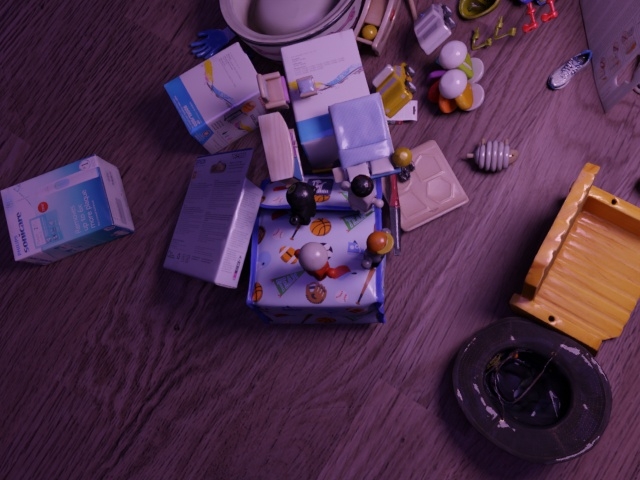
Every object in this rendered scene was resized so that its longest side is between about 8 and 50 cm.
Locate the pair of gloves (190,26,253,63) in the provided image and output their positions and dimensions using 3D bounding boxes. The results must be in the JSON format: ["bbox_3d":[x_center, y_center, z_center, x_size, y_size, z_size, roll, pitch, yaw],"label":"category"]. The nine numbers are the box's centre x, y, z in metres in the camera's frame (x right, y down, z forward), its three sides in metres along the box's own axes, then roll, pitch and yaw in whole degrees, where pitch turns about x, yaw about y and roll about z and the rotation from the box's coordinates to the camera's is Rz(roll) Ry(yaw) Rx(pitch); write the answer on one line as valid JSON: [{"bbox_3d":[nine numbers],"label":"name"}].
[{"bbox_3d":[-0.295,-0.562,1.420,0.159,0.023,0.198,-27,78,2],"label":"pair of gloves"}]

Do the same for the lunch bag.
[{"bbox_3d":[0.000,0.000,1.189,0.328,0.239,0.385,0,65,7],"label":"lunch bag"}]

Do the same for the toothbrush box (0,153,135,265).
[{"bbox_3d":[-0.711,-0.081,1.335,0.296,0.126,0.216,-19,79,5],"label":"toothbrush box"}]

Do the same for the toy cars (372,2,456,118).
[{"bbox_3d":[0.238,-0.498,1.251,0.087,0.176,0.393,35,80,-22],"label":"toy cars"}]

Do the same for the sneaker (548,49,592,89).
[{"bbox_3d":[0.672,-0.464,1.269,0.135,0.058,0.052,-42,78,-1],"label":"sneaker"}]

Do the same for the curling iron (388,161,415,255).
[{"bbox_3d":[0.207,-0.096,1.235,0.068,0.035,0.273,4,77,11],"label":"curling iron"}]

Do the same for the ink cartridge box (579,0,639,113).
[{"bbox_3d":[0.759,-0.553,1.147,0.091,0.308,0.384,-8,80,7],"label":"ink cartridge box"}]

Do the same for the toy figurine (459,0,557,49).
[{"bbox_3d":[0.595,-0.660,1.281,0.363,0.217,0.191,-13,94,48],"label":"toy figurine"}]

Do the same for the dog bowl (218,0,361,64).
[{"bbox_3d":[-0.067,-0.675,1.320,0.408,0.150,0.407,-4,73,14],"label":"dog bowl"}]

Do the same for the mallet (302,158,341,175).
[{"bbox_3d":[-0.015,-0.193,1.302,0.190,0.062,0.039,-4,79,6],"label":"mallet"}]

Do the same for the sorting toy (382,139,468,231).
[{"bbox_3d":[0.266,-0.148,1.278,0.193,0.038,0.208,-26,74,2],"label":"sorting toy"}]

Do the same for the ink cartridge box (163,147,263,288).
[{"bbox_3d":[-0.271,-0.061,1.211,0.324,0.072,0.329,7,79,52],"label":"ink cartridge box"}]

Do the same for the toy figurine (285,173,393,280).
[{"bbox_3d":[0.039,-0.031,0.997,0.210,0.148,0.212,-10,71,1],"label":"toy figurine"}]

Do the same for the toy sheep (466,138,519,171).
[{"bbox_3d":[0.452,-0.224,1.243,0.132,0.091,0.091,2,80,21],"label":"toy sheep"}]

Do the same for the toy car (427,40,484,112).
[{"bbox_3d":[0.353,-0.431,1.273,0.136,0.159,0.181,-6,78,43],"label":"toy car"}]

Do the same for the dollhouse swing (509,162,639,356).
[{"bbox_3d":[0.629,0.048,1.063,0.315,0.305,0.346,30,84,11],"label":"dollhouse swing"}]

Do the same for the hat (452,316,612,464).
[{"bbox_3d":[0.484,0.354,1.114,0.332,0.134,0.331,-7,63,15],"label":"hat"}]

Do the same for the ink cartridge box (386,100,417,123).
[{"bbox_3d":[0.211,-0.359,1.321,0.115,0.029,0.062,3,80,6],"label":"ink cartridge box"}]

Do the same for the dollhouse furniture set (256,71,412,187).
[{"bbox_3d":[0.032,-0.266,1.039,0.304,0.198,0.286,-12,92,5],"label":"dollhouse furniture set"}]

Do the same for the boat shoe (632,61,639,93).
[{"bbox_3d":[0.891,-0.513,1.240,0.095,0.079,0.254,23,84,10],"label":"boat shoe"}]

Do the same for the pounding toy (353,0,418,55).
[{"bbox_3d":[0.202,-0.642,1.307,0.155,0.154,0.269,22,84,10],"label":"pounding toy"}]

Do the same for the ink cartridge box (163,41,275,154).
[{"bbox_3d":[-0.267,-0.387,1.310,0.233,0.171,0.168,-31,78,1],"label":"ink cartridge box"}]

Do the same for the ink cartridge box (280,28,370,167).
[{"bbox_3d":[0.027,-0.369,1.259,0.197,0.198,0.269,-14,80,5],"label":"ink cartridge box"}]
